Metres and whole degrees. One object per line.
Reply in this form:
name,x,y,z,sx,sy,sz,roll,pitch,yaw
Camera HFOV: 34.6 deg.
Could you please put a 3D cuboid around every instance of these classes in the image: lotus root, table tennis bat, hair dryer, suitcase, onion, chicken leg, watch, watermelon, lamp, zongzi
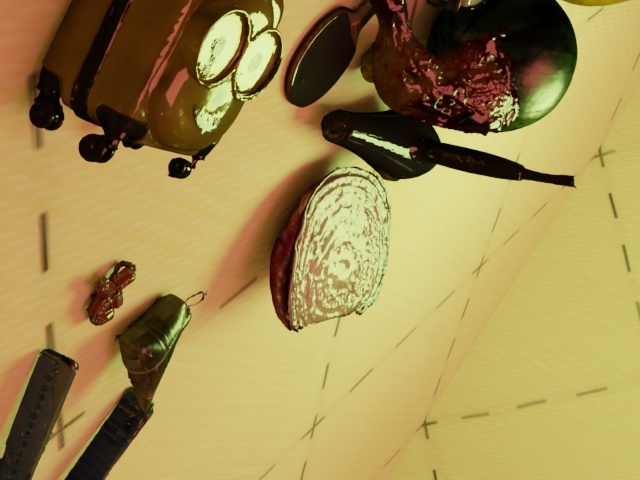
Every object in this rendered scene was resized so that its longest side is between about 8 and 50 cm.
lotus root,0.097,-0.267,1.503,0.099,0.049,0.054,-45,154,-32
table tennis bat,0.026,-0.270,1.391,0.220,0.019,0.130,-49,158,-14
hair dryer,0.200,-0.129,1.514,0.304,0.360,0.120,10,94,-62
suitcase,-0.141,-0.180,0.989,0.234,0.143,0.194,-61,158,9
onion,0.000,0.000,1.612,0.250,0.111,0.247,-10,109,-48
chicken leg,0.166,-0.240,1.442,0.323,0.083,0.177,17,122,-28
watch,-0.347,0.287,1.308,0.274,0.068,0.276,-54,158,-8
watermelon,0.285,-0.290,1.621,0.242,0.242,0.242,-45,156,-27
lamp,-0.257,0.068,1.247,0.063,0.031,0.083,-28,148,-48
zongzi,-0.206,0.140,1.393,0.154,0.062,0.130,-47,140,-41

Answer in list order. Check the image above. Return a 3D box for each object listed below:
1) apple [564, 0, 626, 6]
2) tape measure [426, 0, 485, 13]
apple,0.440,-0.505,1.598,0.233,0.286,0.286,-60,174,-66
tape measure,0.245,-0.456,1.470,0.236,0.120,0.197,-41,152,-44
